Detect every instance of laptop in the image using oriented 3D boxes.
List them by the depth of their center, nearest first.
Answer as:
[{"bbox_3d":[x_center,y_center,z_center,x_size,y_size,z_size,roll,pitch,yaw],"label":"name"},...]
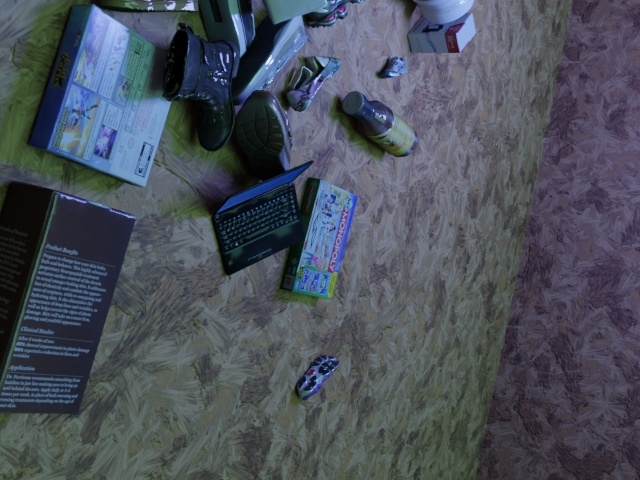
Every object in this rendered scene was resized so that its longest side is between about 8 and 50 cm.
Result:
[{"bbox_3d":[-0.121,-0.050,1.722,0.234,0.136,0.264,-25,123,-25],"label":"laptop"}]

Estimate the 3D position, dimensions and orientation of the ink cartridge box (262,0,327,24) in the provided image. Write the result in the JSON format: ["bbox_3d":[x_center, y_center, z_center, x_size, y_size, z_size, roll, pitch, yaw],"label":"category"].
[{"bbox_3d":[-0.105,-0.637,1.503,0.226,0.131,0.306,-109,180,-54],"label":"ink cartridge box"}]

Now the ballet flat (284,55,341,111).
[{"bbox_3d":[-0.020,-0.425,1.876,0.079,0.077,0.221,52,56,-27],"label":"ballet flat"}]

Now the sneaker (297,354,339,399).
[{"bbox_3d":[-0.011,0.412,2.189,0.170,0.068,0.071,-39,147,-32],"label":"sneaker"}]

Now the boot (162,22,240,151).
[{"bbox_3d":[-0.254,-0.302,1.474,0.229,0.091,0.263,-35,135,-67],"label":"boot"}]

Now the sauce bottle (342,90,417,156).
[{"bbox_3d":[0.174,-0.346,2.153,0.344,0.111,0.111,23,81,-55],"label":"sauce bottle"}]

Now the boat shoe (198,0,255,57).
[{"bbox_3d":[-0.193,-0.537,1.534,0.105,0.113,0.306,-54,144,-41],"label":"boat shoe"}]

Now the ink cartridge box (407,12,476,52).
[{"bbox_3d":[0.382,-0.654,2.297,0.127,0.175,0.072,-54,138,-32],"label":"ink cartridge box"}]

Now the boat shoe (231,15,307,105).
[{"bbox_3d":[-0.122,-0.415,1.680,0.320,0.118,0.103,-63,140,-33],"label":"boat shoe"}]

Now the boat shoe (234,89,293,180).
[{"bbox_3d":[-0.124,-0.256,1.690,0.324,0.123,0.116,92,9,-66],"label":"boat shoe"}]

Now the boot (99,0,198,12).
[{"bbox_3d":[-0.327,-0.567,1.356,0.236,0.089,0.270,-26,119,-54],"label":"boot"}]

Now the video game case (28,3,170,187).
[{"bbox_3d":[-0.395,-0.263,1.368,0.244,0.061,0.270,24,80,-58],"label":"video game case"}]

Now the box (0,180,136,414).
[{"bbox_3d":[-0.488,0.105,1.287,0.191,0.143,0.381,23,84,-56],"label":"box"}]

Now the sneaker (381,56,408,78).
[{"bbox_3d":[0.221,-0.530,2.221,0.135,0.052,0.058,-36,120,-55],"label":"sneaker"}]

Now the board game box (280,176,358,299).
[{"bbox_3d":[0.000,0.000,2.064,0.213,0.046,0.317,18,86,-56],"label":"board game box"}]

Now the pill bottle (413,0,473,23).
[{"bbox_3d":[0.324,-0.823,2.120,0.210,0.210,0.363,-64,145,-20],"label":"pill bottle"}]

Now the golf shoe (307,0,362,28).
[{"bbox_3d":[0.054,-0.658,1.874,0.273,0.105,0.120,-52,132,-34],"label":"golf shoe"}]
